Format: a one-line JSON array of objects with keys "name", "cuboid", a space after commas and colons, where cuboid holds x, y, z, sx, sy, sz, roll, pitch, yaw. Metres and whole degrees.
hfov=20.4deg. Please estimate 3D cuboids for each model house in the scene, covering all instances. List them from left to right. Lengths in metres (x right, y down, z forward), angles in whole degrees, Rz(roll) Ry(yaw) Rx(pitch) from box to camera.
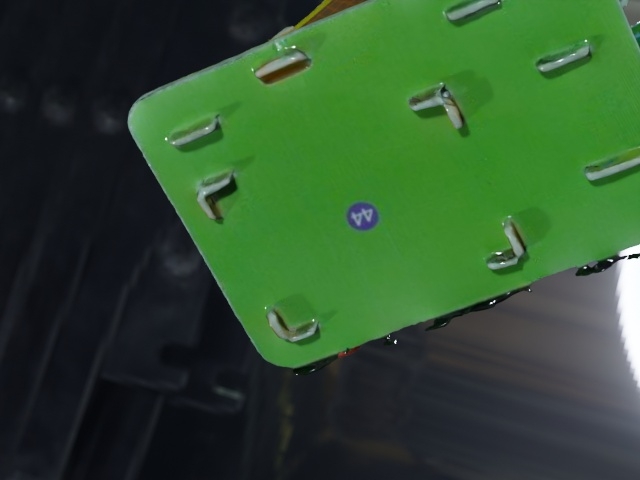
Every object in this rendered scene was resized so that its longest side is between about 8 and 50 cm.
[{"name": "model house", "cuboid": [0.084, -0.125, 1.281, 0.242, 0.357, 0.313, 59, -159, -25]}]

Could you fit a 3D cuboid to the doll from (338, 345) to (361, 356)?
[{"name": "doll", "cuboid": [0.000, 0.000, 1.615, 0.130, 0.290, 0.161, 31, -76, -28]}]
